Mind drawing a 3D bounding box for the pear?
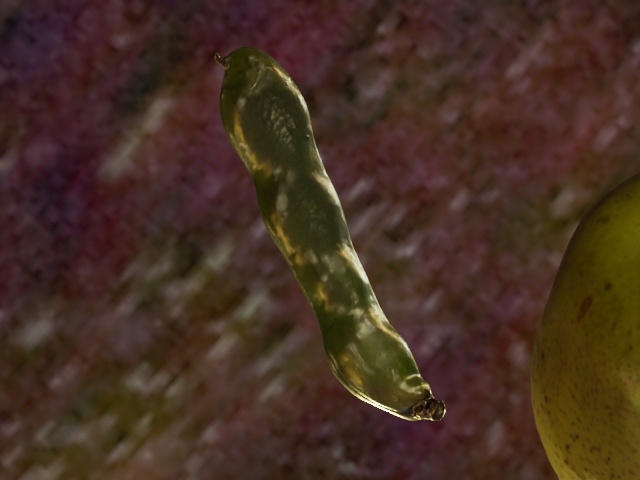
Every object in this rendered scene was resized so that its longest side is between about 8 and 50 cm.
[{"bbox_3d":[0.275,0.080,1.221,0.294,0.294,0.294,-44,161,-19],"label":"pear"}]

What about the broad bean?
[{"bbox_3d":[-0.001,0.000,1.195,0.053,0.256,0.052,-31,172,41],"label":"broad bean"}]
